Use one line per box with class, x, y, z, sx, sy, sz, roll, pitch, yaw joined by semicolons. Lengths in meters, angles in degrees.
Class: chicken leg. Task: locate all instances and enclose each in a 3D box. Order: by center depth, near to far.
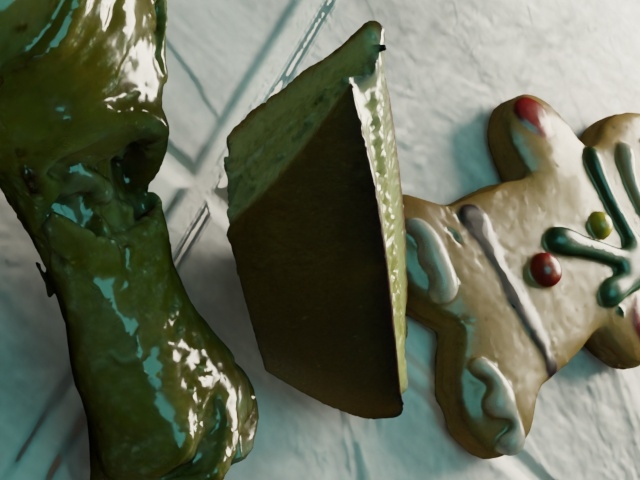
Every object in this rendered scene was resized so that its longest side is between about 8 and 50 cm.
chicken leg;-0.120;-0.052;0.868;0.201;0.153;0.429;-26;100;-56

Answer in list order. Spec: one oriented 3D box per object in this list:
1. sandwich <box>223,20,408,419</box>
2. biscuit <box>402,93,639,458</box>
sandwich;0.000;0.000;0.928;0.094;0.096;0.258;-90;173;-46
biscuit;0.160;0.001;1.125;0.301;0.049;0.196;-30;97;-40
